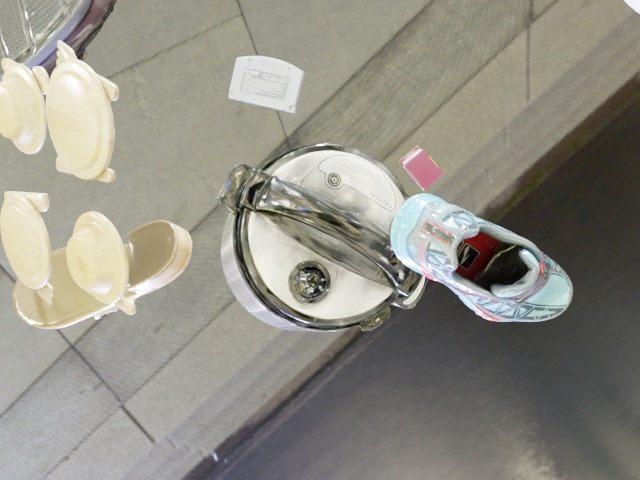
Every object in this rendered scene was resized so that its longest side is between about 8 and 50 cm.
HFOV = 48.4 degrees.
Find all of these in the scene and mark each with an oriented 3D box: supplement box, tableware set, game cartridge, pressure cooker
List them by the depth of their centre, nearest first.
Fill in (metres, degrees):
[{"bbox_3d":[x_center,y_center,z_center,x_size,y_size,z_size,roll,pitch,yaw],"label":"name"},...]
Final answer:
[{"bbox_3d":[-0.157,-0.034,0.425,0.020,0.141,0.169,-19,119,-46],"label":"tableware set"},{"bbox_3d":[-0.061,-0.182,0.820,0.017,0.083,0.056,-15,120,-75],"label":"game cartridge"},{"bbox_3d":[0.163,-0.119,1.162,0.043,0.083,0.055,-40,99,9],"label":"supplement box"},{"bbox_3d":[-0.001,0.006,1.424,0.369,0.376,0.420,-14,176,-13],"label":"pressure cooker"}]

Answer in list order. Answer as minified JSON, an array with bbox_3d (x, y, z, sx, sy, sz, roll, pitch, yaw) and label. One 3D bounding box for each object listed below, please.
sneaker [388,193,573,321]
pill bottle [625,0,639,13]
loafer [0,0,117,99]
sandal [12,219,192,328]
[{"bbox_3d":[0.197,0.042,0.778,0.261,0.125,0.104,22,95,-30],"label":"sneaker"},{"bbox_3d":[0.309,-0.260,0.379,0.322,0.182,0.181,-22,139,10],"label":"pill bottle"},{"bbox_3d":[-0.282,-0.164,0.639,0.302,0.109,0.095,-22,167,28],"label":"loafer"},{"bbox_3d":[-0.211,0.047,0.736,0.240,0.088,0.079,-18,152,29],"label":"sandal"}]
